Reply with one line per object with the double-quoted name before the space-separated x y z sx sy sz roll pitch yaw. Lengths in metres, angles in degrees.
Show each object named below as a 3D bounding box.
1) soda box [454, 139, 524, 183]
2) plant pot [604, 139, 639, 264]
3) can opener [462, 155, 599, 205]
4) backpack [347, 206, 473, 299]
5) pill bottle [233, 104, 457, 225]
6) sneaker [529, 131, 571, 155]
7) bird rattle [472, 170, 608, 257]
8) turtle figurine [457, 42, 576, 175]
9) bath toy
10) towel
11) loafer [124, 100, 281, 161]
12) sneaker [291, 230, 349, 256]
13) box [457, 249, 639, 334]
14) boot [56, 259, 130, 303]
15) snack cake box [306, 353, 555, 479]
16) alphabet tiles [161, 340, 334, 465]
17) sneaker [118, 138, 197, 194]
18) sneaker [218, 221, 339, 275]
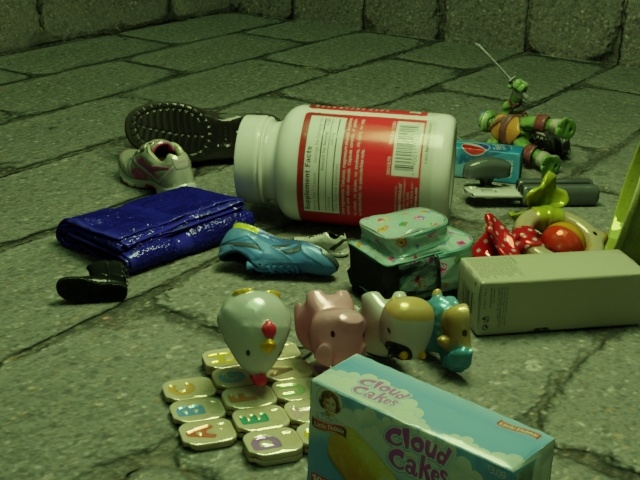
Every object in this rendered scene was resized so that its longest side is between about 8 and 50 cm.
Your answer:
"soda box" 0.343 -0.180 2.335 0.210 0.071 0.067 7 22 15
"plant pot" 0.654 -0.047 1.808 0.254 0.276 0.276 18 25 10
"can opener" 0.435 -0.123 2.164 0.284 0.095 0.076 -1 22 -5
"backpack" 0.156 0.024 1.714 0.189 0.144 0.166 -5 15 -25
"pill bottle" 0.050 -0.142 2.010 0.408 0.228 0.229 5 22 9
"sneaker" 0.538 -0.237 2.522 0.077 0.071 0.178 -17 17 -13
"bird rattle" 0.398 -0.010 1.845 0.207 0.143 0.253 27 32 20
"turtle figurine" 0.426 -0.264 2.399 0.198 0.274 0.266 -46 45 -15
"bath toy" 0.033 0.130 1.432 0.348 0.151 0.129 1 65 -22
"towel" -0.301 -0.036 1.925 0.228 0.076 0.308 21 29 39
"loafer" -0.268 -0.234 2.401 0.366 0.133 0.130 6 -4 -16
"sneaker" 0.000 0.000 1.896 0.109 0.043 0.040 6 24 16
"box" 0.361 0.079 1.646 0.275 0.094 0.113 -2 21 -9
"boot" -0.370 0.063 1.710 0.121 0.045 0.099 3 23 -15
"snack cake box" 0.111 0.244 1.131 0.264 0.152 0.089 19 28 38
"alphabet tiles" -0.061 0.208 1.392 0.278 0.021 0.284 -6 23 -18
"sneaker" -0.340 -0.164 2.199 0.103 0.111 0.252 -18 28 -40
"sneaker" -0.074 0.036 1.792 0.209 0.069 0.082 16 58 14
